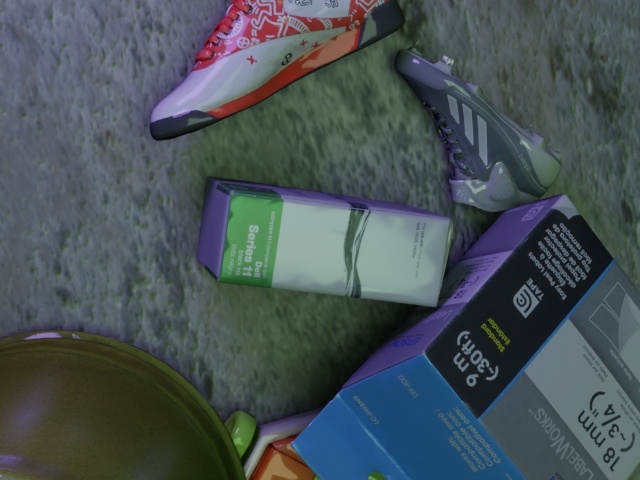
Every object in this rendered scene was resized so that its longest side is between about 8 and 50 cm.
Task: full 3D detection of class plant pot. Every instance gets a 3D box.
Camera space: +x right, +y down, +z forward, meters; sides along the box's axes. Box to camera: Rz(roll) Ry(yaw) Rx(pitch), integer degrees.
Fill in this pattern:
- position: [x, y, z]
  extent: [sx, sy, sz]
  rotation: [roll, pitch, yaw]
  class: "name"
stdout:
- position: [-0.242, 0.269, 1.106]
  extent: [0.367, 0.353, 0.366]
  rotation: [0, 91, -2]
  class: "plant pot"

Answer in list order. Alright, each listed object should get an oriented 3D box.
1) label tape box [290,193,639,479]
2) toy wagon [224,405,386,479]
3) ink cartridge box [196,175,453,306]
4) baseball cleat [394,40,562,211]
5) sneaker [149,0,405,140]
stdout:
- position: [0.173, 0.157, 1.262]
  extent: [0.333, 0.106, 0.240]
  rotation: [-45, 104, -25]
  class: "label tape box"
- position: [0.010, 0.268, 1.345]
  extent: [0.267, 0.068, 0.344]
  rotation: [30, 89, -15]
  class: "toy wagon"
- position: [0.000, 0.000, 1.270]
  extent: [0.208, 0.153, 0.086]
  rotation: [7, 95, -13]
  class: "ink cartridge box"
- position: [0.140, -0.098, 1.335]
  extent: [0.206, 0.072, 0.109]
  rotation: [35, 94, -11]
  class: "baseball cleat"
- position: [-0.065, -0.208, 1.267]
  extent: [0.270, 0.090, 0.145]
  rotation: [-29, 101, -12]
  class: "sneaker"
